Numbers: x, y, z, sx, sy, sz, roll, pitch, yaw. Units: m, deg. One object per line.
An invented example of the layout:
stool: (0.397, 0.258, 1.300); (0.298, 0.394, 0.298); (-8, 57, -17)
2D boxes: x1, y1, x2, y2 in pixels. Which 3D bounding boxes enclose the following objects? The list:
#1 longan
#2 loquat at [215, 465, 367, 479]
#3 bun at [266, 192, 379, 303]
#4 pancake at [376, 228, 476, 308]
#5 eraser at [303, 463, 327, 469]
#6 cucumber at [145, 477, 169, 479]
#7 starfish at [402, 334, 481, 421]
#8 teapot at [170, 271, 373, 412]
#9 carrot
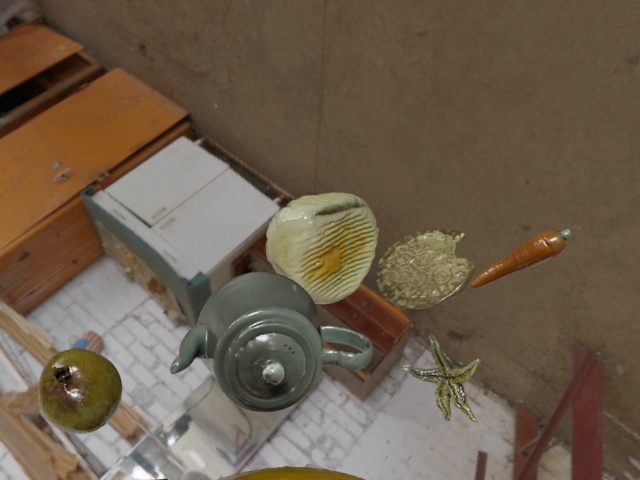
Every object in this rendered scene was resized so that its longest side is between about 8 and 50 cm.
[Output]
longan: (-0.442, 0.270, 1.031); (0.155, 0.145, 0.176); (19, 154, 15)
loquat: (0.000, 0.314, 0.334); (0.360, 0.328, 0.328); (13, 141, 17)
bun: (0.000, 0.000, 1.111); (0.153, 0.244, 0.243); (29, 148, 41)
pancake: (0.217, 0.054, 1.191); (0.212, 0.235, 0.029); (-16, 128, 20)
eraser: (-0.046, 0.609, 1.189); (0.095, 0.174, 0.270); (19, 135, 6)
cucumber: (-0.410, 0.568, 1.248); (0.074, 0.074, 0.241); (26, 177, 33)
starfish: (0.292, 0.308, 1.271); (0.176, 0.053, 0.208); (-37, 83, 40)
teapot: (-0.054, 0.131, 0.676); (0.149, 0.239, 0.162); (-144, 57, -74)
carrot: (0.248, 0.025, 0.707); (0.142, 0.035, 0.035); (-36, 98, 33)
